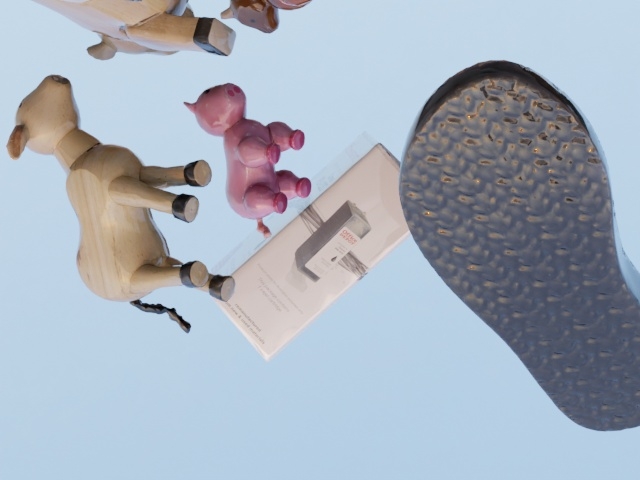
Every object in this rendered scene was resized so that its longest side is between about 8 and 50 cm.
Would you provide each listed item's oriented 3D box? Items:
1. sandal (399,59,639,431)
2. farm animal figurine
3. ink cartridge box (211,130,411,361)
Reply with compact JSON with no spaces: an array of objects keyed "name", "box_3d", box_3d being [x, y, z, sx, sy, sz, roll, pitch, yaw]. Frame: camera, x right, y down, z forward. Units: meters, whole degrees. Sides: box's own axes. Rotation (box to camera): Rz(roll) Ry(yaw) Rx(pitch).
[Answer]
[{"name":"sandal","box_3d":[0.189,0.004,1.335,0.168,0.445,0.107,-18,-136,17]},{"name":"farm animal figurine","box_3d":[-0.131,-0.148,1.091,0.172,0.327,0.330,7,-118,33]},{"name":"ink cartridge box","box_3d":[0.000,0.000,1.520,0.218,0.092,0.158,-40,-171,3]}]
